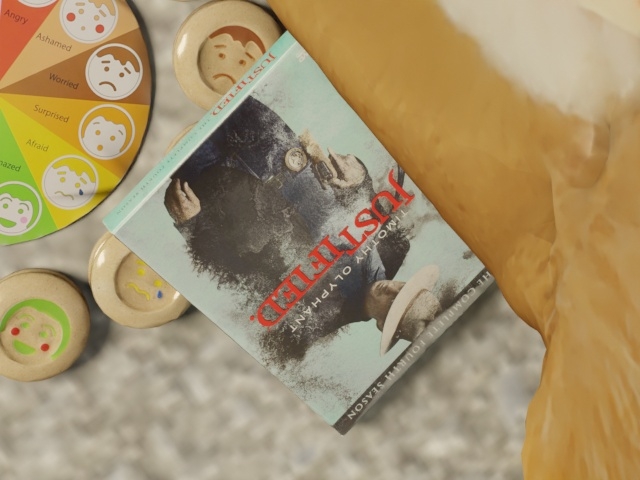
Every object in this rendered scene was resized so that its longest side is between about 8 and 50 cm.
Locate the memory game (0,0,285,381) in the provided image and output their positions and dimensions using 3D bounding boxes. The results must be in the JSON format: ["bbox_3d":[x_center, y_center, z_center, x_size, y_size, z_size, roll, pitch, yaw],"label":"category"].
[{"bbox_3d":[-0.097,-0.042,0.481,0.186,0.012,0.186,-5,108,-16],"label":"memory game"}]

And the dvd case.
[{"bbox_3d":[0.000,0.000,0.516,0.087,0.013,0.119,-45,124,-1],"label":"dvd case"}]

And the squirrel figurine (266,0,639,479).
[{"bbox_3d":[0.209,-0.062,0.429,0.370,0.281,0.397,-8,83,-36],"label":"squirrel figurine"}]
